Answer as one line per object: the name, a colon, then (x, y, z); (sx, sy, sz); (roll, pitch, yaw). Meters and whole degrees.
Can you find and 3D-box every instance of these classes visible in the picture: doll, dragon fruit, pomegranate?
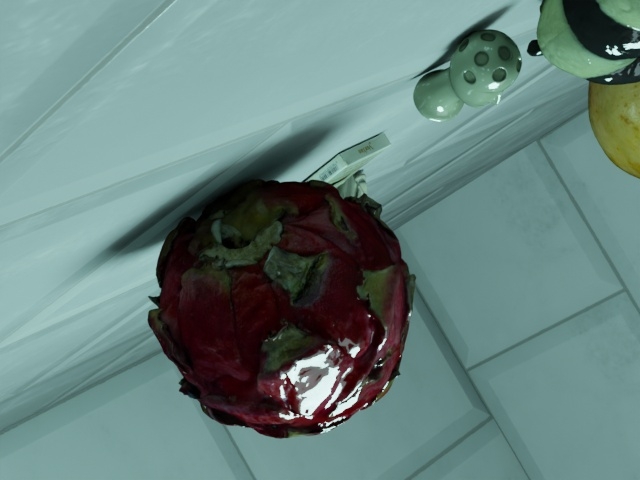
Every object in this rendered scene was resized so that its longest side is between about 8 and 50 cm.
doll: (0.304, -0.237, 1.442); (0.135, 0.143, 0.234); (-22, 174, -21)
dragon fruit: (-0.042, 0.078, 1.698); (0.329, 0.329, 0.329); (-30, 176, -2)
pomegranate: (0.607, -0.263, 2.426); (0.338, 0.338, 0.338); (-30, 176, -2)

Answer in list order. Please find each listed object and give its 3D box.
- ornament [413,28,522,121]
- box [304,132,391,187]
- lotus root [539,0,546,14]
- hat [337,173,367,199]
ornament: (0.167, -0.180, 1.601); (0.075, 0.081, 0.156); (-31, -178, -26)
box: (0.020, -0.093, 2.011); (0.090, 0.024, 0.167); (-28, 175, -37)
lotus root: (0.273, -0.258, 1.598); (0.054, 0.049, 0.099); (-31, -177, -18)
hat: (0.000, 0.000, 2.268); (0.219, 0.164, 0.226); (-30, 155, 16)
